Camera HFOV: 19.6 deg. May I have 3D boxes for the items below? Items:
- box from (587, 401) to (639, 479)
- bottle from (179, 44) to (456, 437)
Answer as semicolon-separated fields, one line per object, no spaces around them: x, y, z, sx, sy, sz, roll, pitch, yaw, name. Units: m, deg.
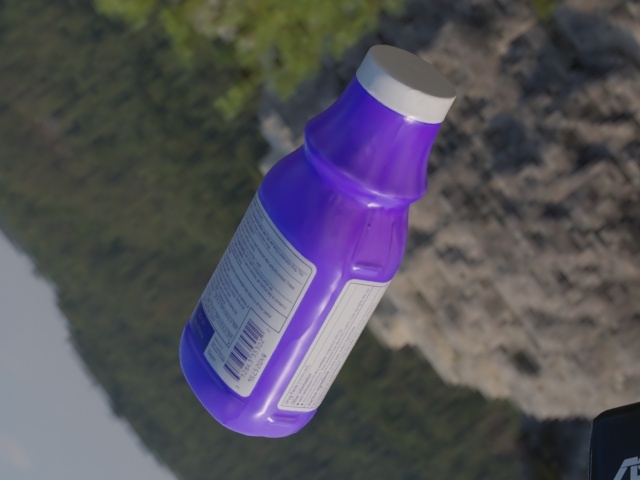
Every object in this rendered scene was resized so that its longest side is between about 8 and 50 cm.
0.381;0.140;0.918;0.318;0.395;0.097;33;-130;-37;box
0.000;0.000;1.280;0.092;0.283;0.118;9;-150;-37;bottle
